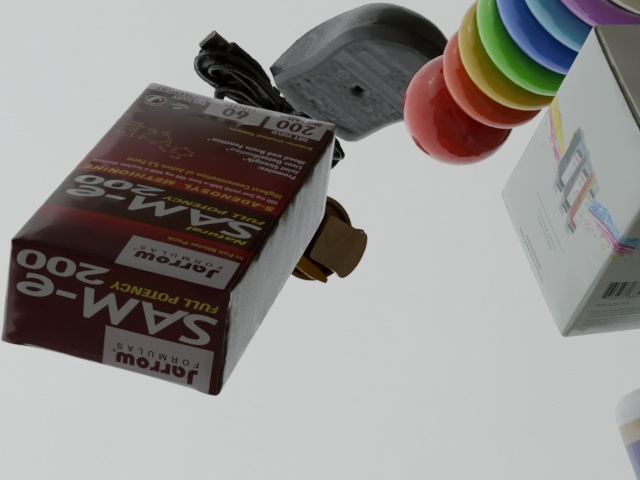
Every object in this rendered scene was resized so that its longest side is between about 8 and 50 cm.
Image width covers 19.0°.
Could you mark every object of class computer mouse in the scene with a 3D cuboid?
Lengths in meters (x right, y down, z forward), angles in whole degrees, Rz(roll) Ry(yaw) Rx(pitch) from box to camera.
[{"bbox_3d":[0.025,-0.164,1.793,0.188,0.272,0.072,41,-124,-27],"label":"computer mouse"}]

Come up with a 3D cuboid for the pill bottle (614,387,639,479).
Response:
[{"bbox_3d":[0.301,0.201,1.219,0.153,0.153,0.265,-6,-107,-51],"label":"pill bottle"}]

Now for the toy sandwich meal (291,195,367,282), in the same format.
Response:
[{"bbox_3d":[0.000,0.000,1.677,0.085,0.029,0.085,-4,-82,-27],"label":"toy sandwich meal"}]

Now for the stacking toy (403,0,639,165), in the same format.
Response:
[{"bbox_3d":[0.158,-0.156,1.403,0.141,0.330,0.141,11,-117,-22],"label":"stacking toy"}]

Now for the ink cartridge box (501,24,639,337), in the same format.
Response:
[{"bbox_3d":[0.221,-0.040,1.254,0.128,0.176,0.127,-4,-125,-23],"label":"ink cartridge box"}]

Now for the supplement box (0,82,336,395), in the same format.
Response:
[{"bbox_3d":[-0.083,-0.008,1.136,0.239,0.130,0.073,-62,-18,-60],"label":"supplement box"}]
